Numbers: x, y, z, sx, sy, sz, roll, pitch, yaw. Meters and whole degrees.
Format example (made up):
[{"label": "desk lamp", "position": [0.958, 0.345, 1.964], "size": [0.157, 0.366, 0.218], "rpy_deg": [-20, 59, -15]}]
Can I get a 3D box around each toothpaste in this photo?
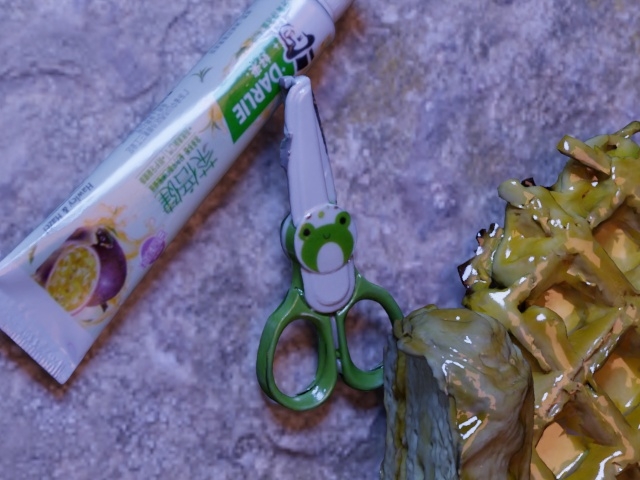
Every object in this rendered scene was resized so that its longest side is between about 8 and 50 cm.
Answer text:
[{"label": "toothpaste", "position": [-0.080, -0.059, 1.117], "size": [0.058, 0.056, 0.314], "rpy_deg": [33, 72, 18]}]

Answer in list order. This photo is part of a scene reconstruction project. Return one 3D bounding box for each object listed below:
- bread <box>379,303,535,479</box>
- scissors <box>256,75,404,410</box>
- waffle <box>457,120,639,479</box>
[{"label": "bread", "position": [0.080, 0.154, 1.124], "size": [0.088, 0.128, 0.232], "rpy_deg": [0, 95, -15]}, {"label": "scissors", "position": [0.000, 0.000, 1.138], "size": [0.101, 0.027, 0.204], "rpy_deg": [-15, 109, -27]}, {"label": "waffle", "position": [0.259, 0.110, 1.252], "size": [0.380, 0.095, 0.382], "rpy_deg": [-1, 86, -24]}]
